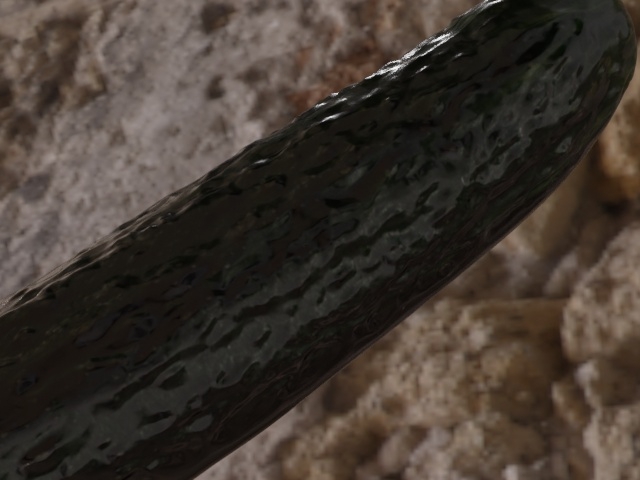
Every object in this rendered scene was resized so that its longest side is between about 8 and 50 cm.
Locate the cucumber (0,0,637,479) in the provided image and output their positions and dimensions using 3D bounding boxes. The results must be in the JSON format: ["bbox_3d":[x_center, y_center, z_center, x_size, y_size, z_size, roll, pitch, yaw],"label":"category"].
[{"bbox_3d":[0.000,-0.001,0.435,0.241,0.074,0.074,-34,-67,-11],"label":"cucumber"}]
